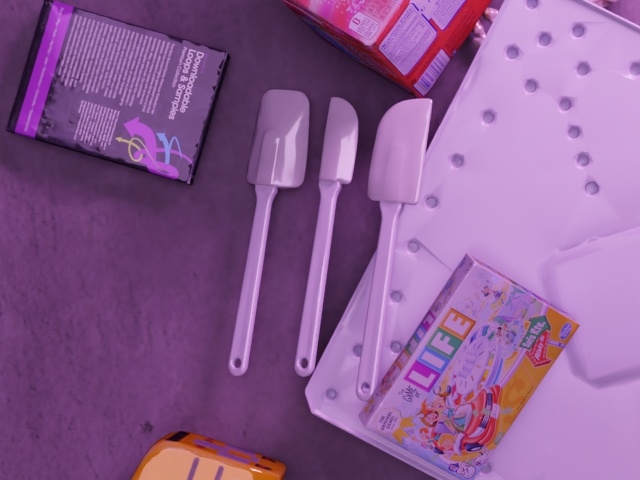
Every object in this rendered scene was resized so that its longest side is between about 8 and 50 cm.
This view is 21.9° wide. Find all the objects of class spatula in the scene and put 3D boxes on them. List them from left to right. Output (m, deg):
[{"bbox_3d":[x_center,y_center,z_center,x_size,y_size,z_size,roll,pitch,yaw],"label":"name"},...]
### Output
[{"bbox_3d":[0.000,0.000,1.333,0.168,0.019,0.242,7,87,28],"label":"spatula"}]

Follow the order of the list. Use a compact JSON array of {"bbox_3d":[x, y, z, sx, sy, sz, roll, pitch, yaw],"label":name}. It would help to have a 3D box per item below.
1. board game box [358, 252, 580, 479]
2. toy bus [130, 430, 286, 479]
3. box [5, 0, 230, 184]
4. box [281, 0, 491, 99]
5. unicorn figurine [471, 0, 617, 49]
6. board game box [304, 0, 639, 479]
[{"bbox_3d":[0.114,0.100,1.280,0.103,0.026,0.154,30,99,-18],"label":"board game box"},{"bbox_3d":[-0.140,0.321,1.326,0.130,0.108,0.332,18,89,2],"label":"toy bus"},{"bbox_3d":[-0.167,-0.123,1.378,0.162,0.029,0.116,17,90,5],"label":"box"},{"bbox_3d":[0.088,-0.259,1.303,0.123,0.128,0.257,35,91,26],"label":"box"},{"bbox_3d":[0.194,-0.195,1.352,0.111,0.060,0.162,23,106,3],"label":"unicorn figurine"},{"bbox_3d":[0.243,0.048,1.316,0.390,0.050,0.390,27,99,4],"label":"board game box"}]
